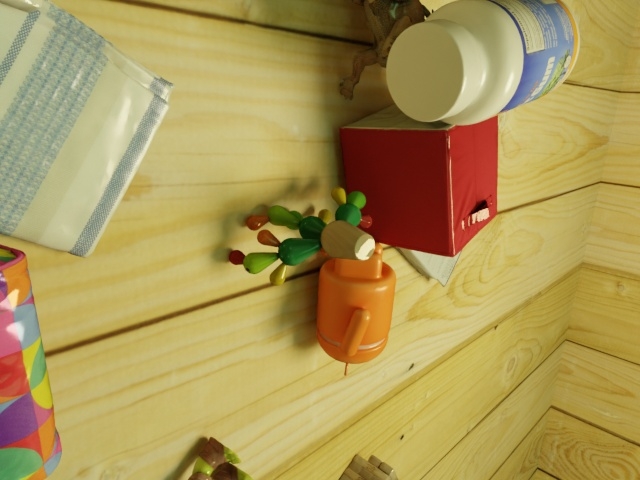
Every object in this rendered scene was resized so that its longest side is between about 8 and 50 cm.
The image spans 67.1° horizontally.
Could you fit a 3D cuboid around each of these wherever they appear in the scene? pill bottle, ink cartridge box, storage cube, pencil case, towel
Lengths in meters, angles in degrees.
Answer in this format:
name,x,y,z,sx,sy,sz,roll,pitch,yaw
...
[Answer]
name,x,y,z,sx,sy,sz,roll,pitch,yaw
pill bottle,0.216,-0.240,0.641,0.272,0.152,0.152,-27,122,-36
ink cartridge box,0.258,-0.038,1.038,0.224,0.045,0.223,41,73,-48
storage cube,0.167,-0.111,0.784,0.183,0.215,0.193,-33,123,-41
pencil case,-0.300,0.123,0.433,0.104,0.104,0.236,-16,113,-44
towel,-0.283,-0.120,0.414,0.285,0.034,0.209,30,83,-47

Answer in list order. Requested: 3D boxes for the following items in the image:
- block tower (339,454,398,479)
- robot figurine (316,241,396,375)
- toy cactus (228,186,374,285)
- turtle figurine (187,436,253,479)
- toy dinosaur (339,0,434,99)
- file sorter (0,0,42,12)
name,x,y,z,sx,sy,sz,roll,pitch,yaw
block tower,0.031,0.604,0.981,0.335,0.091,0.097,-45,132,-28
robot figurine,0.056,0.110,0.798,0.128,0.158,0.220,-11,116,-29
toy cactus,0.000,0.000,0.660,0.219,0.180,0.112,-21,114,-31
turtle figurine,-0.187,0.403,0.665,0.217,0.087,0.270,-47,122,-39
toy dinosaur,0.114,-0.338,0.714,0.200,0.127,0.296,-41,126,-31
file sorter,-0.239,-0.277,0.235,0.277,0.173,0.193,-3,94,-59
